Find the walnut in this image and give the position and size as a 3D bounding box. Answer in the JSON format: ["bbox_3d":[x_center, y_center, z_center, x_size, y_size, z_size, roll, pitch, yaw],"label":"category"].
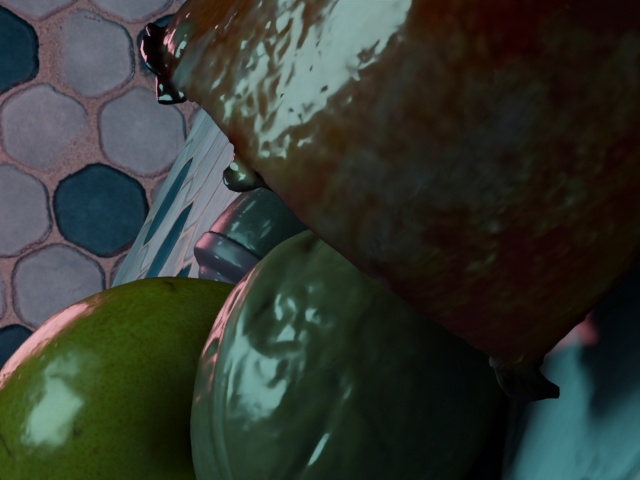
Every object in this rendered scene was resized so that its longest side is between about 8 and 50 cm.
[{"bbox_3d":[0.011,0.066,0.723,0.140,0.140,0.162,140,143,-63],"label":"walnut"}]

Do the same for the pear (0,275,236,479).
[{"bbox_3d":[-0.083,0.123,0.854,0.209,0.209,0.209,-58,11,18],"label":"pear"}]

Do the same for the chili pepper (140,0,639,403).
[{"bbox_3d":[0.088,-0.128,0.620,0.305,0.229,0.251,-57,-8,26],"label":"chili pepper"}]

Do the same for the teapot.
[{"bbox_3d":[0.005,0.002,1.060,0.116,0.148,0.146,27,76,45],"label":"teapot"}]
